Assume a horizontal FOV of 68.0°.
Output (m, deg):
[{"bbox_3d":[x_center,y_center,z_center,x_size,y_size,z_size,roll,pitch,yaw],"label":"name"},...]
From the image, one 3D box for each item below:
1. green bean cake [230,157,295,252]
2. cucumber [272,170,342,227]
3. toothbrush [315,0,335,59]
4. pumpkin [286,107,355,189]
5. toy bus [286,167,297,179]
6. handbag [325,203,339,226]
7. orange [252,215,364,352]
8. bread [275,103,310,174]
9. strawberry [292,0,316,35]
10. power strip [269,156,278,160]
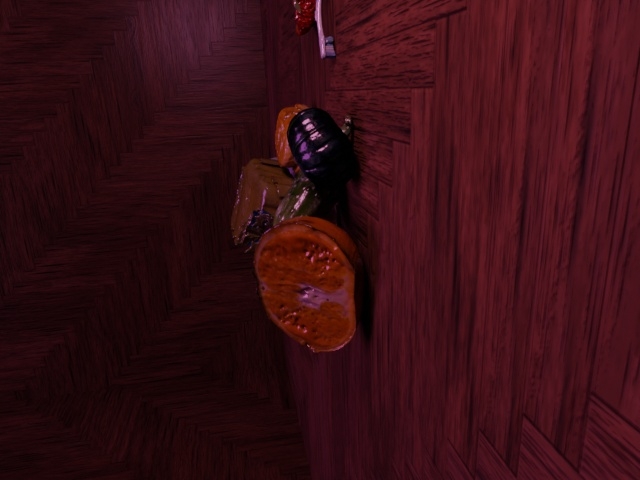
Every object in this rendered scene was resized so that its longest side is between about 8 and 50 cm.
[{"bbox_3d":[-0.160,-0.085,1.564,0.310,0.202,0.285,-68,30,27],"label":"green bean cake"},{"bbox_3d":[-0.054,-0.067,1.204,0.244,0.134,0.134,-56,-2,-17],"label":"cucumber"},{"bbox_3d":[-0.003,-0.636,1.180,0.040,0.040,0.386,144,120,-79],"label":"toothbrush"},{"bbox_3d":[0.002,-0.204,1.069,0.194,0.150,0.194,-5,-90,-89],"label":"pumpkin"},{"bbox_3d":[-0.079,-0.260,1.696,0.112,0.090,0.274,-175,79,-73],"label":"toy bus"},{"bbox_3d":[-0.029,-0.035,1.353,0.179,0.116,0.205,-174,90,-74],"label":"handbag"},{"bbox_3d":[-0.020,0.088,1.079,0.310,0.274,0.274,54,-162,-51],"label":"orange"},{"bbox_3d":[-0.071,-0.321,1.504,0.236,0.120,0.198,-110,27,-46],"label":"bread"},{"bbox_3d":[-0.044,-0.635,1.312,0.187,0.082,0.147,141,128,-86],"label":"strawberry"},{"bbox_3d":[-0.132,-0.251,1.841,0.272,0.052,0.078,35,-132,-71],"label":"power strip"}]
